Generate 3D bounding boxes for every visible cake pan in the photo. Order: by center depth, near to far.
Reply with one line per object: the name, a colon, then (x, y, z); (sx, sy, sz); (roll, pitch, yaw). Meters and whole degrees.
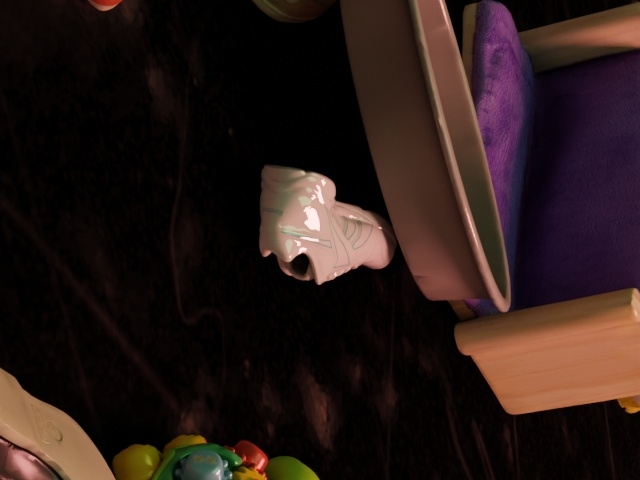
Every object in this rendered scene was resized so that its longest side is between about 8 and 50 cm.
cake pan: (0.072, -0.087, 1.141); (0.293, 0.054, 0.293); (-14, 90, -80)

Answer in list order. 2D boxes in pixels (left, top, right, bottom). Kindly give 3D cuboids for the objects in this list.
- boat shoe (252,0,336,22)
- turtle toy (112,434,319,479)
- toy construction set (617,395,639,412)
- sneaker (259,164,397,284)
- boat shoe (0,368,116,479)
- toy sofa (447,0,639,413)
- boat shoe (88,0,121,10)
boat shoe: (-0.022, -0.185, 1.052); (0.170, 0.059, 0.063); (17, 63, -62)
turtle toy: (-0.046, 0.139, 0.831); (0.130, 0.066, 0.095); (-1, 72, -64)
toy construction set: (0.323, 0.019, 1.575); (0.215, 0.151, 0.328); (43, 27, -13)
sneaker: (0.000, 0.000, 1.035); (0.152, 0.053, 0.061); (29, 72, -58)
boat shoe: (-0.130, 0.097, 0.720); (0.133, 0.042, 0.049); (48, 12, -47)
toy sofa: (0.205, -0.051, 1.362); (0.177, 0.150, 0.363); (57, 32, -39)
boat shoe: (-0.120, -0.192, 0.873); (0.043, 0.049, 0.137); (137, -55, -69)
